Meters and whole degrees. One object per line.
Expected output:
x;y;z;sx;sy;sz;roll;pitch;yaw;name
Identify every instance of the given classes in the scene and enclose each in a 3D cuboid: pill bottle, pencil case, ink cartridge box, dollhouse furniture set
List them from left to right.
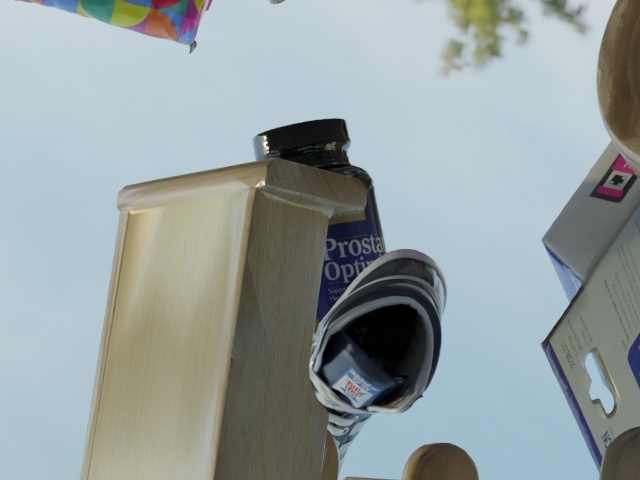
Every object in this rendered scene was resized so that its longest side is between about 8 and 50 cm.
-0.240;-0.296;2.197;0.236;0.104;0.104;15;-149;-9;pencil case
0.000;0.000;1.801;0.122;0.219;0.123;-11;176;-1;pill bottle
0.067;0.123;1.157;0.394;0.256;0.362;14;169;-33;dollhouse furniture set
0.267;-0.011;1.440;0.069;0.176;0.371;15;-122;38;ink cartridge box

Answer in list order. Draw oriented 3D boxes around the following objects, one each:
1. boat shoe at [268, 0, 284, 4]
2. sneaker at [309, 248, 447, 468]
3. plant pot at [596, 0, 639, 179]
0.033;-0.342;1.837;0.109;0.302;0.094;-27;-96;-52;boat shoe
0.003;0.136;1.499;0.099;0.282;0.153;34;-171;-4;sneaker
0.333;-0.076;1.199;0.280;0.323;0.323;25;-157;-34;plant pot
